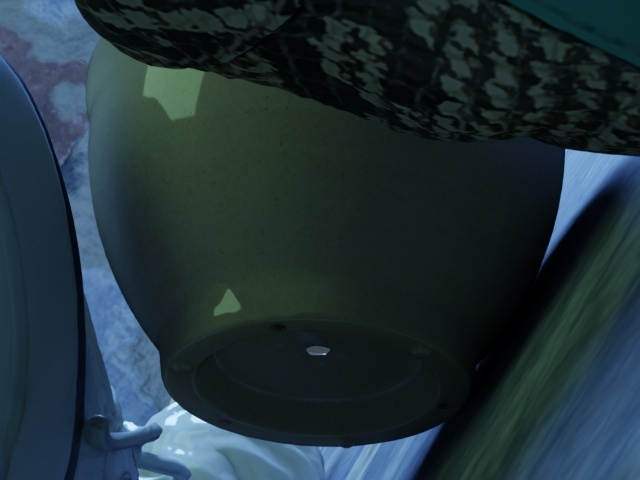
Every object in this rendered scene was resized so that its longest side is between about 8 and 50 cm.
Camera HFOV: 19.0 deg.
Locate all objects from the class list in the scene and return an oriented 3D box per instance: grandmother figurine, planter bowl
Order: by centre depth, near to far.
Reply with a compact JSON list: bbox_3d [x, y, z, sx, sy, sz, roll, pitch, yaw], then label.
[{"bbox_3d":[0.000,0.000,0.614,0.162,0.162,0.109,123,155,-58],"label":"planter bowl"},{"bbox_3d":[-0.048,0.122,1.019,0.342,0.104,0.207,149,127,-85],"label":"grandmother figurine"}]

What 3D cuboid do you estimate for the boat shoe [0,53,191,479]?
[{"bbox_3d":[-0.109,0.097,0.667,0.156,0.136,0.367,-32,-56,-62],"label":"boat shoe"}]

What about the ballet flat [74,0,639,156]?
[{"bbox_3d":[0.050,-0.130,0.527,0.164,0.182,0.483,-58,9,22],"label":"ballet flat"}]
